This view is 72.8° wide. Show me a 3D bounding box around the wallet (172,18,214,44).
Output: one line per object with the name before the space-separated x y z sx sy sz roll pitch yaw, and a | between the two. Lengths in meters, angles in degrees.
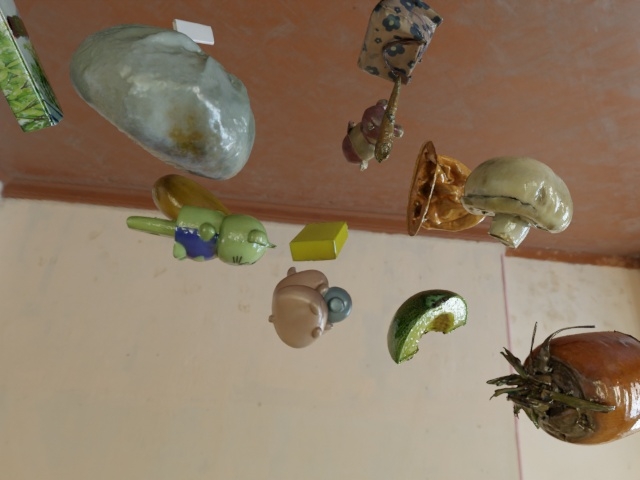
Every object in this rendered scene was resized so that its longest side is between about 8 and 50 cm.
wallet | -0.386 -0.634 1.325 0.122 0.061 0.025 -13 177 -44

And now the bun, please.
bun | -0.275 -0.266 0.820 0.362 0.211 0.362 36 -172 -6

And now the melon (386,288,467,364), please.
melon | 0.279 0.198 1.193 0.265 0.129 0.169 -21 131 -25

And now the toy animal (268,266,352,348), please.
toy animal | -0.054 0.198 1.230 0.230 0.209 0.221 1 -169 38

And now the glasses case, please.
glasses case | -0.474 -0.309 0.648 0.062 0.095 0.272 -20 125 -17

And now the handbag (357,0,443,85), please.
handbag | 0.247 -0.630 1.364 0.193 0.190 0.251 33 159 5

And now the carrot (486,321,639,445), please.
carrot | 0.487 0.265 0.798 0.332 0.214 0.193 -5 -152 -23

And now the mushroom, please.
mushroom | 0.273 -0.051 0.604 0.154 0.122 0.154 18 -178 -1

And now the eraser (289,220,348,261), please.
eraser | 0.000 0.000 0.925 0.097 0.045 0.122 -5 -160 18

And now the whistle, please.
whistle | -0.180 -0.008 0.669 0.228 0.084 0.105 8 170 -7

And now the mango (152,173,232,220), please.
mango | -0.306 -0.080 1.075 0.228 0.136 0.099 31 115 -13

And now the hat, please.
hat | 0.369 -0.120 1.137 0.234 0.244 0.233 10 151 -3

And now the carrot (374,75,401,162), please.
carrot | 0.192 -0.338 1.203 0.049 0.254 0.049 12 175 1

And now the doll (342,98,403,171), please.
doll | 0.184 -0.399 1.649 0.152 0.196 0.256 20 143 -24
